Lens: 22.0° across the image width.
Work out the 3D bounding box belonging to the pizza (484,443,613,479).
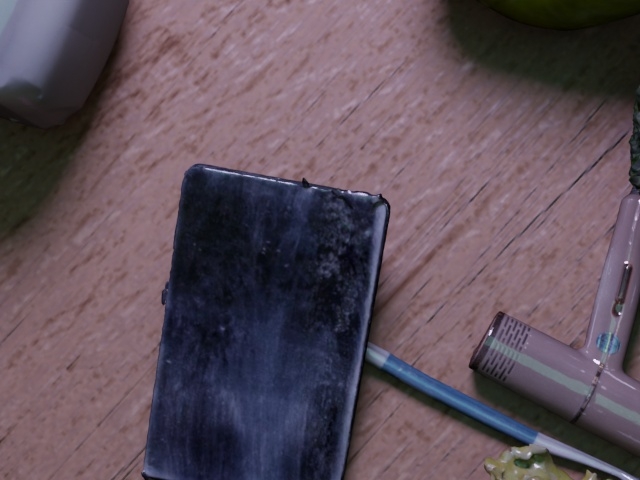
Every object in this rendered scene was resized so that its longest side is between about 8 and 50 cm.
[{"bbox_3d":[0.232,0.253,1.217,0.280,0.075,0.287,-40,92,-4],"label":"pizza"}]

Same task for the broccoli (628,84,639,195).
[{"bbox_3d":[0.349,-0.070,1.172,0.243,0.263,0.247,-16,105,29],"label":"broccoli"}]

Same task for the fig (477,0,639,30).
[{"bbox_3d":[0.209,-0.306,1.200,0.233,0.233,0.314,28,92,5],"label":"fig"}]

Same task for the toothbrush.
[{"bbox_3d":[0.145,0.146,1.265,0.276,0.019,0.025,27,94,5],"label":"toothbrush"}]

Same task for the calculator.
[{"bbox_3d":[-0.044,0.075,1.239,0.161,0.021,0.261,12,104,5],"label":"calculator"}]

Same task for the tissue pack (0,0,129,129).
[{"bbox_3d":[-0.307,-0.237,1.218,0.333,0.229,0.236,16,88,5],"label":"tissue pack"}]

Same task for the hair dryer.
[{"bbox_3d":[0.250,0.047,1.260,0.195,0.053,0.220,29,80,4],"label":"hair dryer"}]
